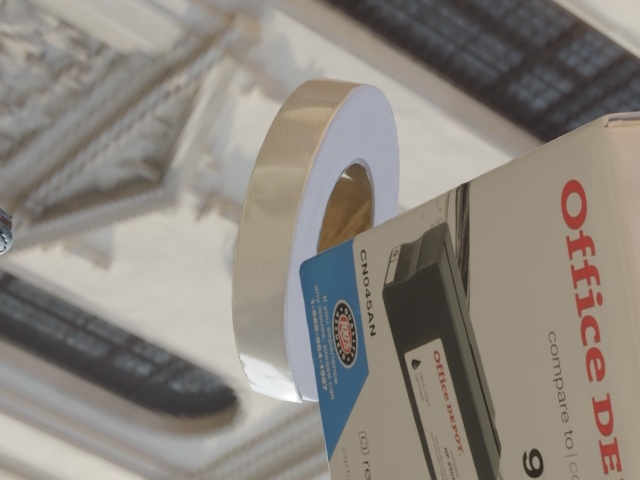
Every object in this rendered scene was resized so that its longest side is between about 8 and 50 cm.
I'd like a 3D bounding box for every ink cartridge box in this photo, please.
[{"bbox_3d":[0.154,0.103,1.139,0.395,0.166,0.285,-27,-111,62],"label":"ink cartridge box"}]

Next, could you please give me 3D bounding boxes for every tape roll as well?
[{"bbox_3d":[0.000,0.000,2.229,0.072,0.392,0.392,11,-111,19],"label":"tape roll"}]

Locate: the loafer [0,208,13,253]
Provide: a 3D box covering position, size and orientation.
[{"bbox_3d":[-0.436,-0.067,1.924,0.096,0.267,0.084,-43,-146,46],"label":"loafer"}]
